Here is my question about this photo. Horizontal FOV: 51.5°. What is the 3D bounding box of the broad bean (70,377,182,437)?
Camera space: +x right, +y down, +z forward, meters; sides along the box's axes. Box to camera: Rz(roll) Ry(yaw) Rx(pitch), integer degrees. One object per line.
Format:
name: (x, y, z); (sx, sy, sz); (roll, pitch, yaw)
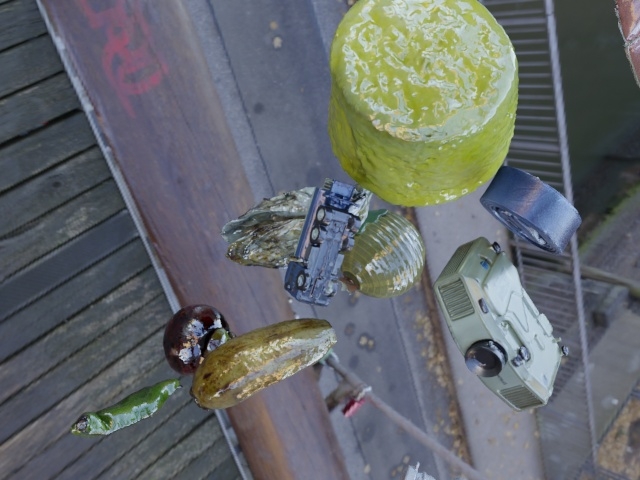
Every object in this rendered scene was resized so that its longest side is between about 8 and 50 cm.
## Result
broad bean: (-0.289, 0.252, 0.977); (0.195, 0.061, 0.046); (-10, 71, -57)

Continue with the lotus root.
lotus root: (-0.100, 0.193, 1.092); (0.258, 0.110, 0.097); (-25, 128, -6)

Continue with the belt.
belt: (0.351, -0.050, 1.101); (0.190, 0.141, 0.082); (34, 91, -39)

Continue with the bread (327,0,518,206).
bread: (0.164, -0.252, 1.134); (0.348, 0.348, 0.308); (-67, 164, -9)

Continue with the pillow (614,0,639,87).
pillow: (0.516, -0.332, 1.007); (0.126, 0.043, 0.232); (-35, 128, 7)

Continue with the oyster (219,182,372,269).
oyster: (-0.036, -0.038, 1.378); (0.158, 0.350, 0.162); (66, 6, 10)

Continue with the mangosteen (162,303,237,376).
mangosteen: (-0.259, 0.222, 1.467); (0.172, 0.184, 0.173); (7, 81, -49)

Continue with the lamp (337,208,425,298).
lamp: (0.148, 0.056, 1.796); (0.284, 0.250, 0.250); (-42, 126, -28)

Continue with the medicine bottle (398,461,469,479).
medicine bottle: (0.200, 0.410, 0.934); (0.135, 0.215, 0.135); (-59, 170, -18)

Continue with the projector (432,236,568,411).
projector: (0.301, 0.143, 1.102); (0.270, 0.088, 0.193); (55, 41, -9)

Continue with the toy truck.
toy truck: (0.000, 0.000, 1.072); (0.074, 0.088, 0.202); (15, 96, -33)
